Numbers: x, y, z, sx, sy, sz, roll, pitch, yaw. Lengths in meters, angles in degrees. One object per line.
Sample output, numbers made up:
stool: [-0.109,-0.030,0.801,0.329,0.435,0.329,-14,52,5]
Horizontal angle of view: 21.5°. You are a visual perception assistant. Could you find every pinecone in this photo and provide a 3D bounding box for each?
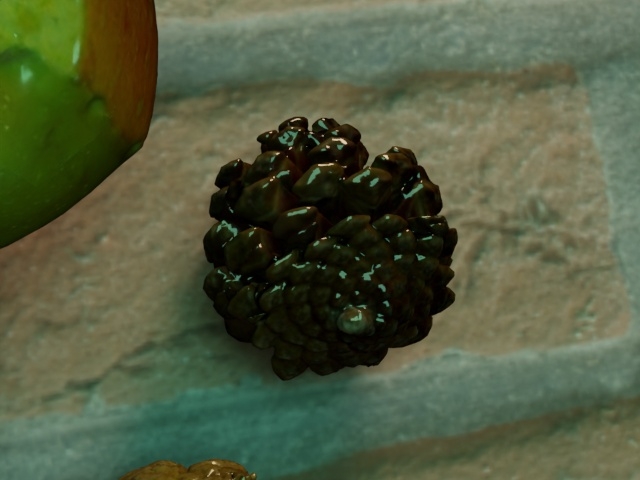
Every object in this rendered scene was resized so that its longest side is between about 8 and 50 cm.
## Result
pinecone: [0.000,0.000,1.035,0.174,0.173,0.173,3,76,-13]

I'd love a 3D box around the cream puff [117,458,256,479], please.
cream puff: [-0.118,0.214,0.957,0.169,0.183,0.183,0,75,9]

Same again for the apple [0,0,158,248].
apple: [-0.284,-0.092,0.880,0.384,0.374,0.374,20,73,-2]
